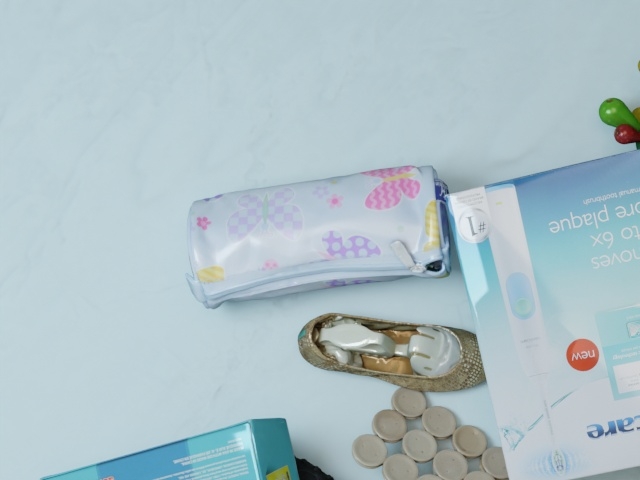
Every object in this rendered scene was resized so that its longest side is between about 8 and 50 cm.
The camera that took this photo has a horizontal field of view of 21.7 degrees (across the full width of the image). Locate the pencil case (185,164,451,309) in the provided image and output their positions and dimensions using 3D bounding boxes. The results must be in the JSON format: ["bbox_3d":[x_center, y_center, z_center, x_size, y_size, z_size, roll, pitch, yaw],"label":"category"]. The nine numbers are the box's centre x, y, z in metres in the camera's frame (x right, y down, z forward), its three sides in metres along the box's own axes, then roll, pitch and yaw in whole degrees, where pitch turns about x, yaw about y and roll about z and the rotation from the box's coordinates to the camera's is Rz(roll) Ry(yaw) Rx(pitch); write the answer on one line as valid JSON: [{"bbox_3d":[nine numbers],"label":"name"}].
[{"bbox_3d":[0.000,0.000,1.698,0.273,0.113,0.124,-7,59,6],"label":"pencil case"}]

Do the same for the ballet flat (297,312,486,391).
[{"bbox_3d":[0.077,0.112,1.694,0.206,0.067,0.073,3,74,5],"label":"ballet flat"}]

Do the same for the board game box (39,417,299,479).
[{"bbox_3d":[-0.121,0.366,1.625,0.254,0.079,0.336,-18,79,25],"label":"board game box"}]

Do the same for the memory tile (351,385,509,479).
[{"bbox_3d":[0.115,0.218,1.675,0.148,0.012,0.113,33,54,12],"label":"memory tile"}]

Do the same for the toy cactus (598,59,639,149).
[{"bbox_3d":[0.395,-0.096,1.690,0.219,0.112,0.180,2,90,-2],"label":"toy cactus"}]

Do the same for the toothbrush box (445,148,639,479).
[{"bbox_3d":[0.262,0.075,1.622,0.216,0.126,0.295,-12,88,12],"label":"toothbrush box"}]

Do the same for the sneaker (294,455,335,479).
[{"bbox_3d":[0.027,0.260,1.678,0.121,0.079,0.217,-32,79,-11],"label":"sneaker"}]
